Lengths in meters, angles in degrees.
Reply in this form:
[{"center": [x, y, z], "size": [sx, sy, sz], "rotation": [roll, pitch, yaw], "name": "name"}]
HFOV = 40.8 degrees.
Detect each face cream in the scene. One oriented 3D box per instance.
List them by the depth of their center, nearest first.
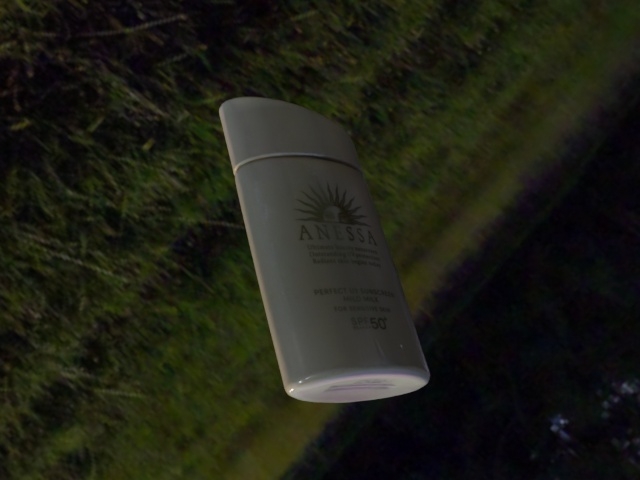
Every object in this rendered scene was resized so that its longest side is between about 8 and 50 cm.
[{"center": [0.000, 0.000, 0.929], "size": [0.174, 0.348, 0.081], "rotation": [5, 146, -34], "name": "face cream"}]
